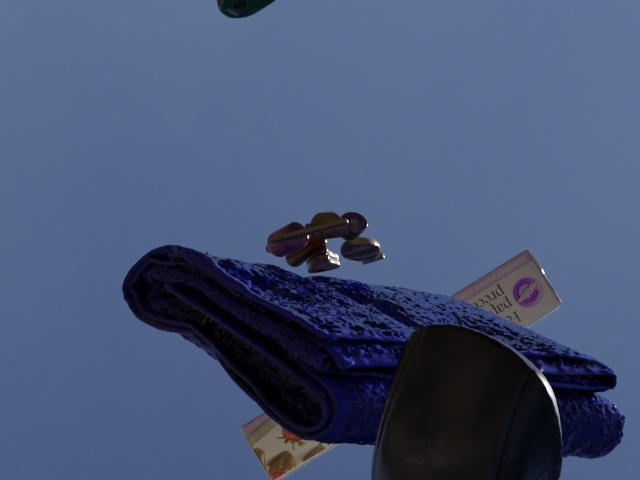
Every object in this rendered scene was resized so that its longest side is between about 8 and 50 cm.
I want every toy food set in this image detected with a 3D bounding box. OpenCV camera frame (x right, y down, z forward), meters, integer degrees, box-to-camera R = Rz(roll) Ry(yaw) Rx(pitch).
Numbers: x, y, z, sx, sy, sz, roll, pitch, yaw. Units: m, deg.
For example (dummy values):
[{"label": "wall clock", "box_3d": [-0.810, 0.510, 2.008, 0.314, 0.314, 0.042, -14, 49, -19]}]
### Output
[{"label": "toy food set", "box_3d": [0.000, 0.000, 1.222, 0.077, 0.122, 0.019, -14, -106, 6]}]

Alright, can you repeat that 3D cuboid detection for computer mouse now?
[{"label": "computer mouse", "box_3d": [0.098, 0.173, 0.864, 0.184, 0.262, 0.060, 26, -135, 24]}]

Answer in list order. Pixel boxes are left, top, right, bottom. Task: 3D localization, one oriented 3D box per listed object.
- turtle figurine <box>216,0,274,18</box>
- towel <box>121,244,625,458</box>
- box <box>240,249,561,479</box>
[{"label": "turtle figurine", "box_3d": [-0.098, -0.264, 1.147, 0.118, 0.175, 0.234, 119, -37, -55]}, {"label": "towel", "box_3d": [0.046, 0.069, 1.155, 0.227, 0.308, 0.076, 32, -75, 44]}, {"label": "box", "box_3d": [0.077, 0.121, 1.616, 0.324, 0.063, 0.067, -32, 173, 3]}]
